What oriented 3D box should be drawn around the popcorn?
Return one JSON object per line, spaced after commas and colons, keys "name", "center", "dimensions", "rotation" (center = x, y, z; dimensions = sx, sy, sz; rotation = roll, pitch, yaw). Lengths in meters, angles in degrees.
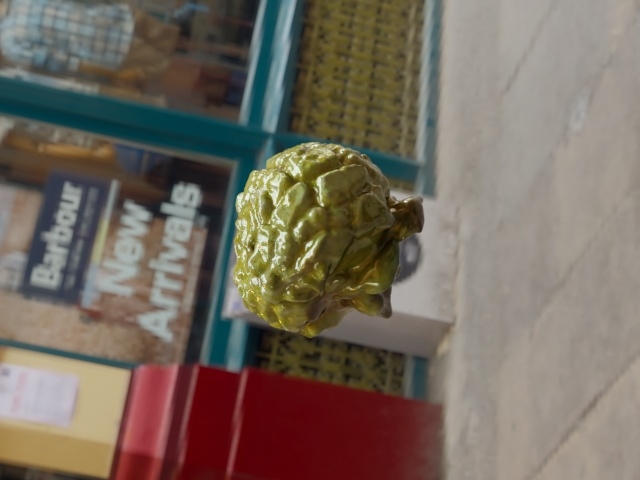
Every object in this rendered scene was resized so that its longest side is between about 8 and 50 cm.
{"name": "popcorn", "center": [0.000, 0.000, 1.710], "dimensions": [0.270, 0.258, 0.224], "rotation": [-33, 46, 19]}
